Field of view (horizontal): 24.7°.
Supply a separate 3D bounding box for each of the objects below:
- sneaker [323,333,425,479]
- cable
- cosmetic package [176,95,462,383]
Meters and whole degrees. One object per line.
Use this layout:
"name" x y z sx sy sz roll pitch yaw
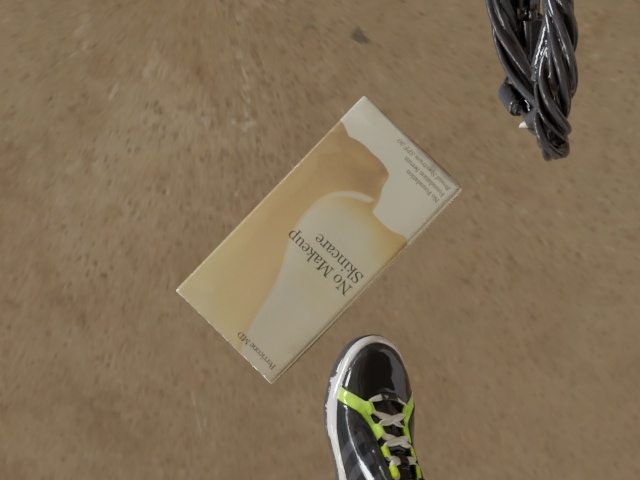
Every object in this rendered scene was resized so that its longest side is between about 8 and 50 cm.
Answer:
"sneaker" 0.063 0.193 1.194 0.084 0.097 0.234 3 83 -37
"cable" 0.153 -0.147 1.063 0.047 0.150 0.184 -6 136 -2
"cosmetic package" 0.000 0.000 0.620 0.060 0.041 0.115 43 92 3
